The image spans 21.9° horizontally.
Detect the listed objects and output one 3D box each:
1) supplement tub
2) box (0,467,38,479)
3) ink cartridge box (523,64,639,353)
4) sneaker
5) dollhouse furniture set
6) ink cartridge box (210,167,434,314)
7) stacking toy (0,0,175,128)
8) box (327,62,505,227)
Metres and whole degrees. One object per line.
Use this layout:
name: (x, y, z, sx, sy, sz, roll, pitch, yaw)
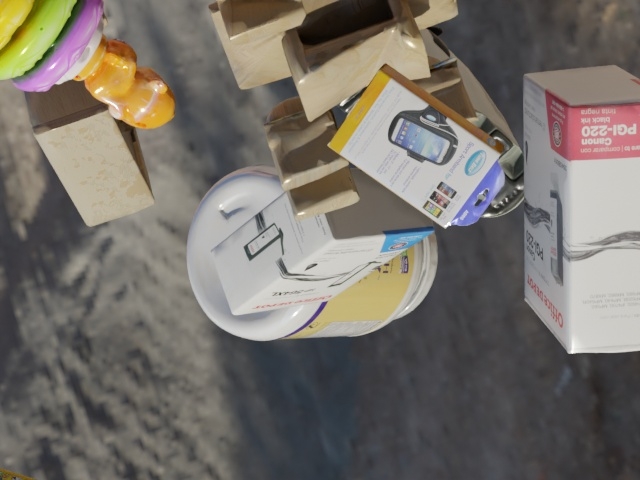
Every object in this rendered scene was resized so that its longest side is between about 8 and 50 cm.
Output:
supplement tub: (-0.004, 0.019, 2.354, 0.241, 0.331, 0.241, -1, 89, 35)
box: (-0.505, 0.363, 1.840, 0.290, 0.279, 0.177, -48, 29, 42)
ink cartridge box: (0.235, -0.029, 1.428, 0.158, 0.092, 0.217, -115, 21, -73)
sneaker: (0.094, -0.172, 1.794, 0.330, 0.122, 0.146, 48, -161, -17)
dollhouse furniture set: (-0.077, -0.213, 1.543, 0.362, 0.394, 0.256, 70, -179, -57)
ink cartridge box: (0.000, 0.000, 1.799, 0.203, 0.148, 0.086, -37, 67, 46)
stacking toy: (-0.229, -0.174, 1.269, 0.175, 0.302, 0.165, -20, 47, 47)
box: (0.084, -0.072, 1.349, 0.081, 0.136, 0.028, -55, 2, 24)
